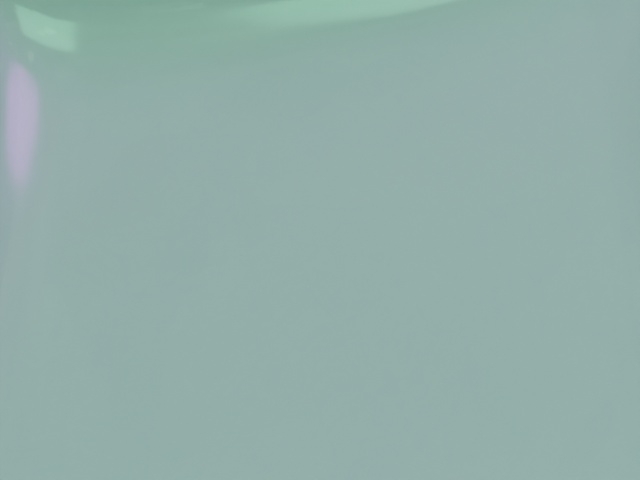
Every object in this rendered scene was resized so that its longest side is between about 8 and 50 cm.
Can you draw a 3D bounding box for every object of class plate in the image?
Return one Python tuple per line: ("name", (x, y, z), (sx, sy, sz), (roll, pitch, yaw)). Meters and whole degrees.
("plate", (0.000, 0.000, 0.518), (0.277, 0.045, 0.278), (-8, 52, 13))
